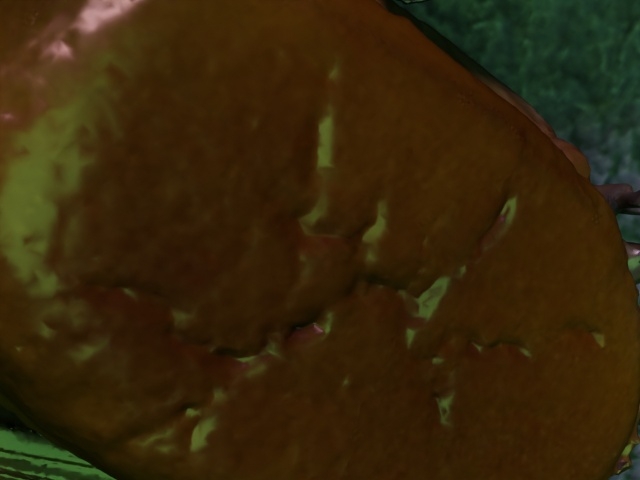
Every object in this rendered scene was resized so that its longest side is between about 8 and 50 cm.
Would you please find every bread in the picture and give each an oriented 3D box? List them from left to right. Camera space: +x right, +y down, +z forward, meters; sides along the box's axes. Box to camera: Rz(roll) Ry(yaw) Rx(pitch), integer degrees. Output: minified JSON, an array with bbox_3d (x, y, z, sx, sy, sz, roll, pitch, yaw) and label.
[{"bbox_3d":[-0.006,0.011,0.489,0.388,0.183,0.236,28,107,-26],"label":"bread"}]

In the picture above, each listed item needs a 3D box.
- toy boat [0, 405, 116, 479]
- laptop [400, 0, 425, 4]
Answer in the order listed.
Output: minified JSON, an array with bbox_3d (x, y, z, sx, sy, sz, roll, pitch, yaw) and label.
[{"bbox_3d":[-0.112,0.134,0.603,0.226,0.068,0.088,14,121,-21],"label":"toy boat"},{"bbox_3d":[0.110,-0.178,0.463,0.197,0.016,0.135,-11,84,-6],"label":"laptop"}]
